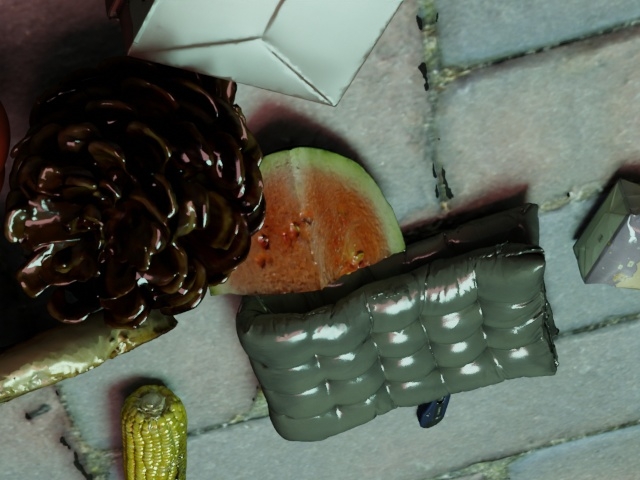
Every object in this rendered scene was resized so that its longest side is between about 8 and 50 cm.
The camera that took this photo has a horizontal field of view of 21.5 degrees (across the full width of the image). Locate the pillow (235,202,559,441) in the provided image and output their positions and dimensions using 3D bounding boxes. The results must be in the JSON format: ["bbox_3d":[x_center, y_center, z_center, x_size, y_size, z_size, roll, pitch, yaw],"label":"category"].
[{"bbox_3d":[0.087,0.091,1.739,0.326,0.101,0.228,-15,140,2],"label":"pillow"}]

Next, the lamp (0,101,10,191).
[{"bbox_3d":[-0.351,-0.084,1.368,0.188,0.164,0.187,-23,133,-27],"label":"lamp"}]

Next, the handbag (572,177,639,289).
[{"bbox_3d":[0.361,0.004,1.731,0.173,0.095,0.117,7,138,-20],"label":"handbag"}]

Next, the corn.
[{"bbox_3d":[-0.181,0.232,1.834,0.072,0.072,0.203,-6,139,-11],"label":"corn"}]

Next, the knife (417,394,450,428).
[{"bbox_3d":[0.132,0.170,1.899,0.031,0.018,0.121,-5,136,-15],"label":"knife"}]

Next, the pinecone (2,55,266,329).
[{"bbox_3d":[-0.154,-0.044,1.408,0.224,0.272,0.224,2,105,6],"label":"pinecone"}]

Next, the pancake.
[{"bbox_3d":[-0.292,0.115,1.533,0.356,0.065,0.356,-18,-177,1],"label":"pancake"}]

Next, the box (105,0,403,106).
[{"bbox_3d":[-0.034,-0.224,1.361,0.215,0.086,0.215,12,132,-28],"label":"box"}]

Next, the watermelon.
[{"bbox_3d":[-0.007,-0.016,1.602,0.145,0.137,0.193,-26,155,-47],"label":"watermelon"}]
